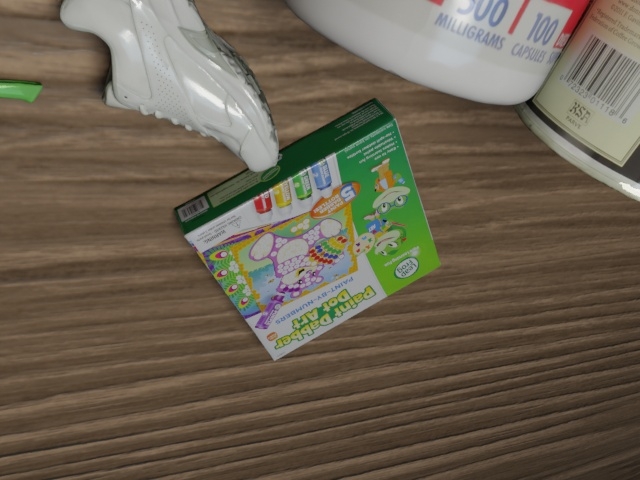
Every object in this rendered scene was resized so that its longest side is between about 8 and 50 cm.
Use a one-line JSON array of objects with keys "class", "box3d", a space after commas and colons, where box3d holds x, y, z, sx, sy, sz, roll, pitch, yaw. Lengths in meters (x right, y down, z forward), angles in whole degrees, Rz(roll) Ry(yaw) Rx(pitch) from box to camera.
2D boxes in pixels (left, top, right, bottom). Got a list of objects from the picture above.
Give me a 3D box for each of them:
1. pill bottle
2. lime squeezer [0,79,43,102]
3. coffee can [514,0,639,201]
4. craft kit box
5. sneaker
[{"class": "pill bottle", "box3d": [0.140, -0.320, 0.432, 0.229, 0.229, 0.408, 5, 123, -31]}, {"class": "lime squeezer", "box3d": [-0.359, -0.145, 0.432, 0.110, 0.059, 0.310, -45, 132, 12]}, {"class": "coffee can", "box3d": [0.311, -0.185, 0.502, 0.201, 0.201, 0.275, 3, 129, -30]}, {"class": "craft kit box", "box3d": [0.000, 0.000, 0.743, 0.250, 0.061, 0.246, -30, 137, -3]}, {"class": "sneaker", "box3d": [-0.125, -0.137, 0.552, 0.115, 0.090, 0.232, -32, 126, 8]}]
